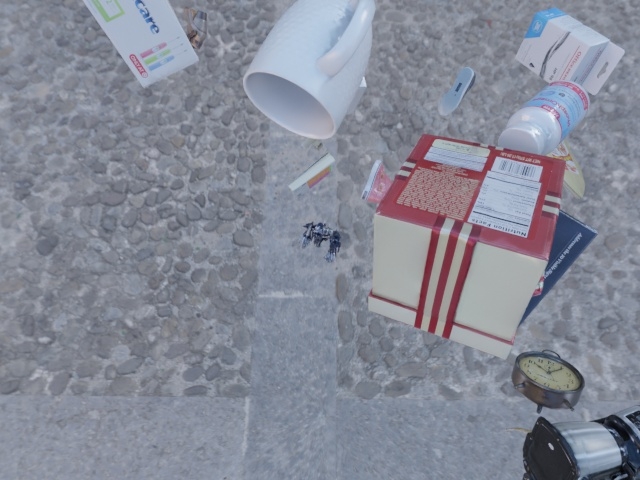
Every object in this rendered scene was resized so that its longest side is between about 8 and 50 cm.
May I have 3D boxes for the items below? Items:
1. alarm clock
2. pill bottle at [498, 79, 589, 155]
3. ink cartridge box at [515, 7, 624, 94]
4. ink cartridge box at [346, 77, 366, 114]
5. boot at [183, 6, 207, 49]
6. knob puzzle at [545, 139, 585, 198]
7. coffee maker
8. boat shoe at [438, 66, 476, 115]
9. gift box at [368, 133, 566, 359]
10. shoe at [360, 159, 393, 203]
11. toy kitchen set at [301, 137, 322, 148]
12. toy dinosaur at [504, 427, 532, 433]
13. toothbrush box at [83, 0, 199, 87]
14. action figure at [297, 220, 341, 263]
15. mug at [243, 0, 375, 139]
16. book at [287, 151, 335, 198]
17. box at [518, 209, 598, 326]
[{"bbox_3d":[0.480,0.286,0.896,0.130,0.064,0.192,17,28,29],"label":"alarm clock"},{"bbox_3d":[0.366,-0.193,0.700,0.087,0.087,0.160,42,64,16],"label":"pill bottle"},{"bbox_3d":[0.503,-0.381,0.867,0.060,0.104,0.180,-21,57,-20],"label":"ink cartridge box"},{"bbox_3d":[0.012,-0.579,1.429,0.198,0.198,0.269,-11,83,-11],"label":"ink cartridge box"},{"bbox_3d":[-0.314,-0.517,1.035,0.118,0.042,0.086,37,113,43],"label":"boot"},{"bbox_3d":[0.546,-0.179,0.974,0.213,0.030,0.213,20,55,-32],"label":"knob puzzle"},{"bbox_3d":[0.425,0.340,0.666,0.179,0.171,0.120,-4,54,-9],"label":"coffee maker"},{"bbox_3d":[0.508,-0.540,1.556,0.065,0.083,0.183,41,118,20],"label":"boat shoe"},{"bbox_3d":[0.239,0.003,0.679,0.255,0.258,0.276,22,50,24],"label":"gift box"},{"bbox_3d":[0.168,-0.155,1.162,0.081,0.063,0.178,22,42,2],"label":"shoe"},{"bbox_3d":[-0.043,-0.424,1.852,0.083,0.075,0.068,43,94,2],"label":"toy kitchen set"},{"bbox_3d":[0.518,0.448,0.938,0.093,0.053,0.183,-19,36,-39],"label":"toy dinosaur"},{"bbox_3d":[-0.354,-0.454,0.784,0.122,0.206,0.283,-29,52,-3],"label":"toothbrush box"},{"bbox_3d":[0.000,0.000,1.601,0.164,0.276,0.140,22,91,-5],"label":"action figure"},{"bbox_3d":[0.012,-0.485,1.087,0.276,0.374,0.327,31,78,-23],"label":"mug"},{"bbox_3d":[-0.021,-0.178,1.197,0.144,0.096,0.035,-39,80,-2],"label":"book"},{"bbox_3d":[0.674,0.018,1.640,0.472,0.297,0.479,37,110,18],"label":"box"}]
